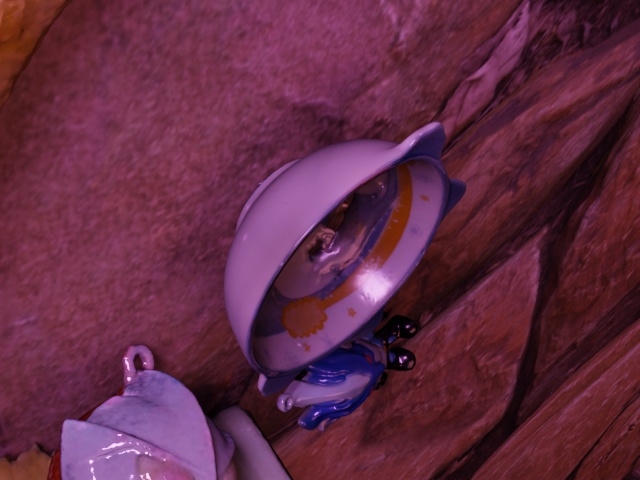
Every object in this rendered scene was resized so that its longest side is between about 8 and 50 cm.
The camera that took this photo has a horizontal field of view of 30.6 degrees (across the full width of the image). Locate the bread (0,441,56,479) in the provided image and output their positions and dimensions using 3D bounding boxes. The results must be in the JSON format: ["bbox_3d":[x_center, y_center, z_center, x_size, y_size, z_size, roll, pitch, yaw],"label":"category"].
[{"bbox_3d":[-0.183,0.343,0.792,0.233,0.245,0.362,3,97,-71],"label":"bread"}]

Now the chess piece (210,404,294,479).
[{"bbox_3d":[-0.142,0.296,1.005,0.299,0.194,0.194,-33,152,-8],"label":"chess piece"}]

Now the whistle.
[{"bbox_3d":[-0.120,0.243,0.834,0.133,0.346,0.142,-10,163,14],"label":"whistle"}]

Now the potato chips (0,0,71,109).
[{"bbox_3d":[-0.181,-0.048,0.561,0.407,0.080,0.057,-57,169,17],"label":"potato chips"}]

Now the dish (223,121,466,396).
[{"bbox_3d":[0.000,0.000,0.888,0.236,0.086,0.228,-48,155,0],"label":"dish"}]

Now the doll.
[{"bbox_3d":[0.023,0.127,1.128,0.195,0.070,0.096,-21,114,-47],"label":"doll"}]
